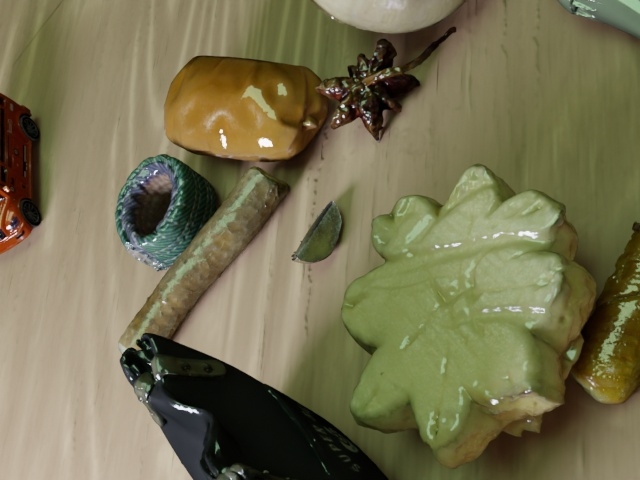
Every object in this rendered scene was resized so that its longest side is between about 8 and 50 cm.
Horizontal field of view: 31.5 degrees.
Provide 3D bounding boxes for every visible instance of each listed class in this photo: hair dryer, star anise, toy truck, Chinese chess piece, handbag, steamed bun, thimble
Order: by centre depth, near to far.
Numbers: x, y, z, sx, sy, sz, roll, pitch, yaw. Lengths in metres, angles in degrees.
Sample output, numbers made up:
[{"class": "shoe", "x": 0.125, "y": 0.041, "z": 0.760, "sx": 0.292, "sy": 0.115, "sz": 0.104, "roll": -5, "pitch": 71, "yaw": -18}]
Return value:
[{"class": "handbag", "x": -0.051, "y": 0.224, "z": 1.095, "sx": 0.152, "sy": 0.288, "sz": 0.342, "roll": -45, "pitch": 48, "yaw": -1}, {"class": "steamed bun", "x": 0.155, "y": 0.087, "z": 1.124, "sx": 0.292, "sy": 0.137, "sz": 0.295, "roll": -55, "pitch": 44, "yaw": 3}, {"class": "hair dryer", "x": 0.371, "y": -0.290, "z": 1.240, "sx": 0.225, "sy": 0.088, "sz": 0.219, "roll": -23, "pitch": 59, "yaw": 5}, {"class": "star anise", "x": 0.085, "y": -0.202, "z": 1.381, "sx": 0.190, "sy": 0.070, "sz": 0.097, "roll": -38, "pitch": 71, "yaw": -6}, {"class": "Chinese chess piece", "x": 0.083, "y": -0.372, "z": 1.383, "sx": 0.249, "sy": 0.103, "sz": 0.250, "roll": 3, "pitch": 67, "yaw": -7}, {"class": "thimble", "x": -0.199, "y": -0.037, "z": 1.477, "sx": 0.118, "sy": 0.090, "sz": 0.135, "roll": -17, "pitch": 57, "yaw": 28}, {"class": "toy truck", "x": -0.500, "y": -0.102, "z": 1.714, "sx": 0.107, "sy": 0.114, "sz": 0.253, "roll": -25, "pitch": 52, "yaw": 20}]

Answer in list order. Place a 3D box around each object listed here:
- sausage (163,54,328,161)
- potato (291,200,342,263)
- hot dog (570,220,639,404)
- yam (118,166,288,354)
[{"class": "sausage", "x": -0.098, "y": -0.170, "z": 1.462, "sx": 0.241, "sy": 0.120, "sz": 0.136, "roll": 6, "pitch": 84, "yaw": 37}, {"class": "potato", "x": -0.001, "y": 0.001, "z": 1.358, "sx": 0.093, "sy": 0.036, "sz": 0.037, "roll": -58, "pitch": 8, "yaw": -29}, {"class": "hot dog", "x": 0.328, "y": 0.026, "z": 1.090, "sx": 0.088, "sy": 0.061, "sz": 0.286, "roll": 22, "pitch": 80, "yaw": 30}, {"class": "yam", "x": -0.151, "y": 0.034, "z": 1.425, "sx": 0.300, "sy": 0.066, "sz": 0.066, "roll": -52, "pitch": 48, "yaw": 2}]
